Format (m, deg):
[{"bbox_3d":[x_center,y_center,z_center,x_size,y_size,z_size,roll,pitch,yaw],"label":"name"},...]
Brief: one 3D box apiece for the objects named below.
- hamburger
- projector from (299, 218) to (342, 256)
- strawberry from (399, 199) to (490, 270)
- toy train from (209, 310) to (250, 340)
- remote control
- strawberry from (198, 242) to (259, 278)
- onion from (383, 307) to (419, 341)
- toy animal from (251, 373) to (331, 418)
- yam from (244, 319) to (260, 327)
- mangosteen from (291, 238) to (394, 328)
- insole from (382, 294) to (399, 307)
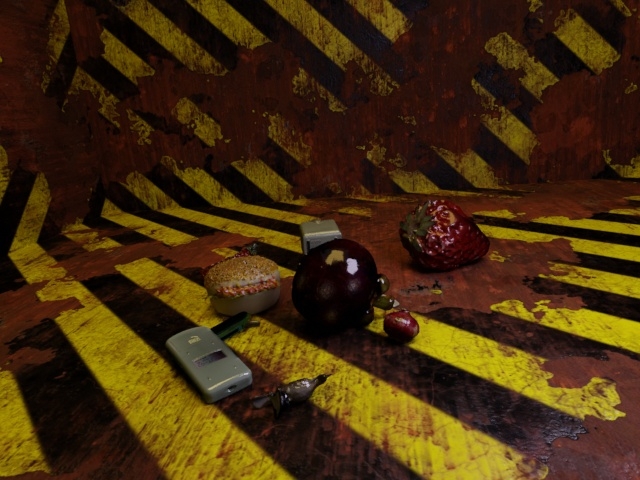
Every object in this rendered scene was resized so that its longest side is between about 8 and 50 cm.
[{"bbox_3d":[-0.277,0.148,1.748,0.276,0.179,0.294,-12,17,-19],"label":"hamburger"},{"bbox_3d":[0.000,0.000,2.225,0.177,0.163,0.242,-6,18,-7],"label":"projector"},{"bbox_3d":[0.511,-0.001,1.952,0.345,0.295,0.317,24,-15,-23],"label":"strawberry"},{"bbox_3d":[-0.300,0.284,1.508,0.044,0.042,0.209,21,30,34],"label":"toy train"},{"bbox_3d":[-0.309,0.323,1.303,0.140,0.056,0.296,-16,27,-34],"label":"remote control"},{"bbox_3d":[-0.369,0.112,2.072,0.286,0.106,0.188,-27,0,-23],"label":"strawberry"},{"bbox_3d":[0.233,0.242,1.400,0.107,0.097,0.107,11,1,0],"label":"onion"},{"bbox_3d":[-0.057,0.353,1.149,0.202,0.070,0.105,-18,1,-27],"label":"toy animal"},{"bbox_3d":[-0.254,0.274,1.580,0.116,0.021,0.021,-6,15,-5],"label":"yam"},{"bbox_3d":[0.055,0.146,1.498,0.297,0.293,0.297,-31,-2,-1],"label":"mangosteen"},{"bbox_3d":[0.203,0.202,1.705,0.063,0.010,0.192,-16,19,-34],"label":"insole"}]
